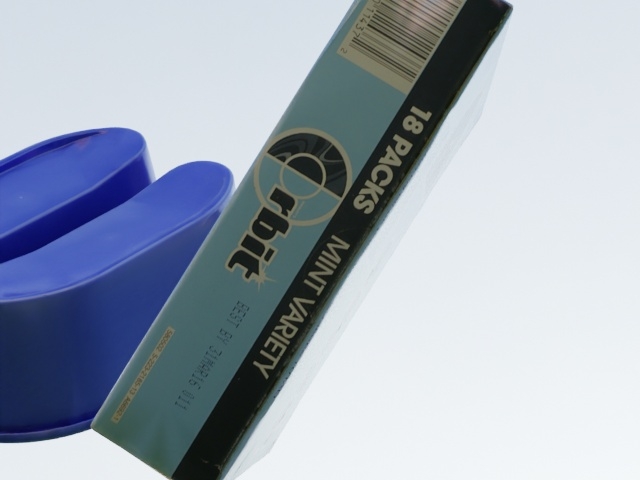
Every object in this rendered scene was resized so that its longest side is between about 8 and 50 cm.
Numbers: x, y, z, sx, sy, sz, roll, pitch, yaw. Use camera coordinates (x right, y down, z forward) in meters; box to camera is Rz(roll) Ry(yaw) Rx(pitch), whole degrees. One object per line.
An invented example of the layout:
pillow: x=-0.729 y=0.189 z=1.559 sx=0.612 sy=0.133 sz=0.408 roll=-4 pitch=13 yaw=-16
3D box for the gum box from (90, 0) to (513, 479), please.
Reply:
gum box: x=0.000 y=0.000 z=0.499 sx=0.041 sy=0.157 sz=0.184 roll=32 pitch=-1 yaw=6

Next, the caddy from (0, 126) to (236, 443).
caddy: x=-0.212 y=0.045 z=1.331 sx=0.241 sy=0.341 sz=0.179 roll=22 pitch=-52 yaw=36
